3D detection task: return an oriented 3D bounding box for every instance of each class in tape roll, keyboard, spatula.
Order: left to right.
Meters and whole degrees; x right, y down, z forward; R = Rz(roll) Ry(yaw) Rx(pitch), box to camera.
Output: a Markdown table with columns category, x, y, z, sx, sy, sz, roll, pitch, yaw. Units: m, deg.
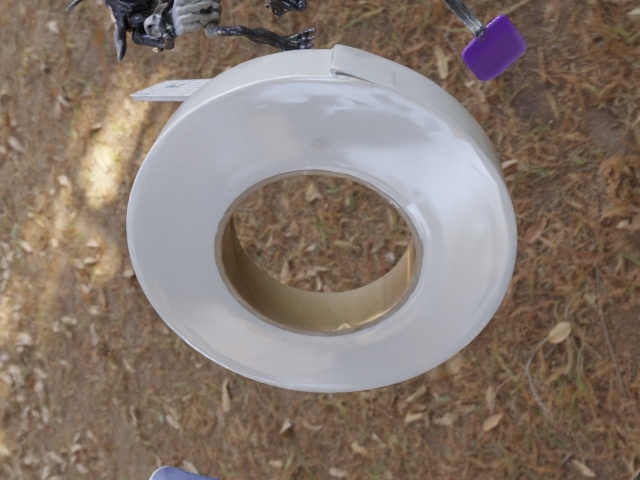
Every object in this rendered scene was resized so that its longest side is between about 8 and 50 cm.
| category | x | y | z | sx | sy | sz | roll | pitch | yaw |
| --- | --- | --- | --- | --- | --- | --- | --- | --- | --- |
| keyboard | -0.178 | -0.220 | 0.946 | 0.256 | 0.072 | 0.014 | 12 | 131 | 42 |
| tape roll | 0.000 | 0.000 | 0.673 | 0.391 | 0.072 | 0.392 | 3 | 125 | 4 |
| spatula | 0.177 | -0.318 | 0.870 | 0.084 | 0.296 | 0.030 | -43 | 35 | 16 |

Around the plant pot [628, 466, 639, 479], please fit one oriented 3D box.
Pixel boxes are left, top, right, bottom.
| category | x | y | z | sx | sy | sz | roll | pitch | yaw |
| --- | --- | --- | --- | --- | --- | --- | --- | --- | --- |
| plant pot | 0.444 | 0.344 | 0.638 | 0.230 | 0.215 | 0.215 | 40 | 129 | -11 |

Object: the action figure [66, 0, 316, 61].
| category | x | y | z | sx | sy | sz | roll | pitch | yaw |
| --- | --- | --- | --- | --- | --- | --- | --- | --- | --- |
| action figure | -0.143 | -0.284 | 0.747 | 0.141 | 0.275 | 0.164 | 149 | 123 | -68 |

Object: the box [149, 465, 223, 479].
| category | x | y | z | sx | sy | sz | roll | pitch | yaw |
| --- | --- | --- | --- | --- | --- | --- | --- | --- | --- |
| box | -0.018 | 0.230 | 0.389 | 0.225 | 0.136 | 0.037 | 15 | 140 | 6 |
